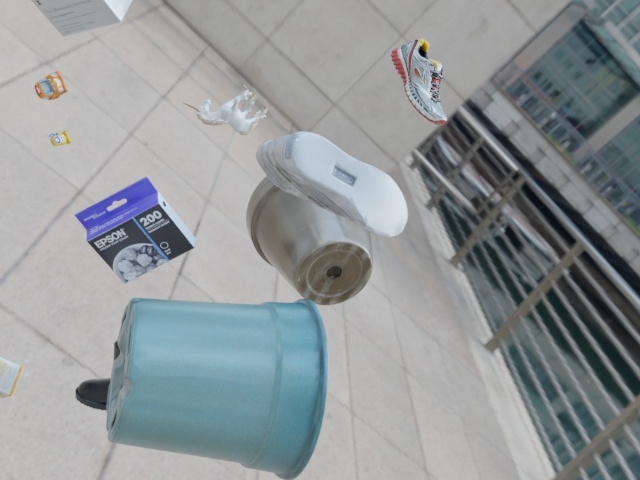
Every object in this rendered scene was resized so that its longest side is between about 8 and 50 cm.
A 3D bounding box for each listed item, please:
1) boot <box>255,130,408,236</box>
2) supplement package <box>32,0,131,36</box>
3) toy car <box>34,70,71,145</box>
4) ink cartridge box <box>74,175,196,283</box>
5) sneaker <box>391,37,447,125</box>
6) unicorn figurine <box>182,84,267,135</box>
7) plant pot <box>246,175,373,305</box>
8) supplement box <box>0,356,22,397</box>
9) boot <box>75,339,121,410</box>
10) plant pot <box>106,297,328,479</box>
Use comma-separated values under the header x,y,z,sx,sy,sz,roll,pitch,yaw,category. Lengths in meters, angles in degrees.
x,y,z,sx,sy,sz,roll,pitch,yaw,category
0.019,-0.090,1.101,0.258,0.095,0.123,35,-15,-32,boot
-0.422,-0.474,1.112,0.244,0.139,0.134,53,41,-47,supplement package
-0.420,-0.204,1.098,0.060,0.122,0.040,12,31,40,toy car
-0.435,-0.020,1.629,0.208,0.206,0.045,57,12,-31,ink cartridge box
0.239,-0.365,1.585,0.088,0.092,0.225,8,58,-58,sneaker
-0.177,-0.258,1.394,0.162,0.111,0.060,39,8,-45,unicorn figurine
0.000,0.000,1.705,0.323,0.323,0.280,35,18,-34,plant pot
-0.619,0.248,1.299,0.098,0.036,0.062,39,46,-38,supplement box
-0.532,0.347,1.831,0.246,0.207,0.094,12,18,17,boot
-0.202,0.251,1.272,0.334,0.341,0.341,11,30,-21,plant pot
